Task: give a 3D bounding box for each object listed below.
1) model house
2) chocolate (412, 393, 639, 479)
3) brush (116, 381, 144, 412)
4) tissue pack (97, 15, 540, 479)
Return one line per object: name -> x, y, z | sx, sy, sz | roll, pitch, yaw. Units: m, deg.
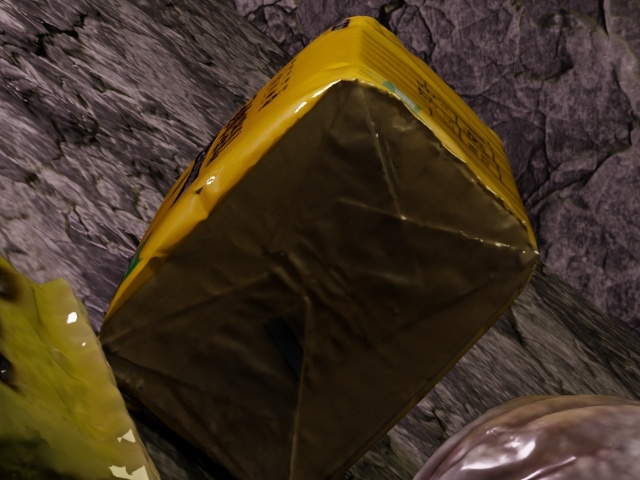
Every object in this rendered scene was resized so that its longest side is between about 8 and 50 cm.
model house -> -0.172, 0.114, 0.857 | 0.234, 0.175, 0.193 | 42, 8, -38
chocolate -> 0.141, 0.223, 1.126 | 0.213, 0.303, 0.303 | 23, 3, 30
brush -> -0.204, 0.067, 1.224 | 0.205, 0.011, 0.083 | 34, 12, -23
tissue pack -> 0.000, 0.000, 1.395 | 0.228, 0.293, 0.382 | 43, 12, -9
